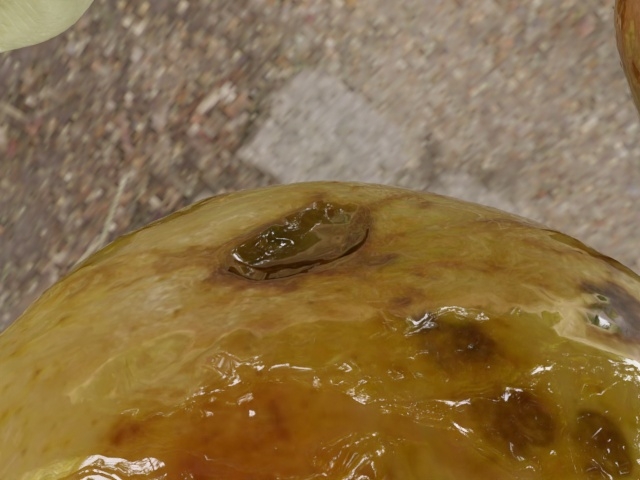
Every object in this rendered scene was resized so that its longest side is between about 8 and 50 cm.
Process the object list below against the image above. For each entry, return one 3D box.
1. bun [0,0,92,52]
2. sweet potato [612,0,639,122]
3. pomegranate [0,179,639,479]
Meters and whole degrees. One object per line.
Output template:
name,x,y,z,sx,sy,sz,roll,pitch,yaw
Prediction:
bun,-0.250,-0.230,1.303,0.229,0.229,0.145,15,65,-17
sweet potato,0.167,0.016,0.632,0.097,0.097,0.291,-8,77,-23
pomegranate,0.007,0.095,0.476,0.215,0.215,0.215,7,71,-20
